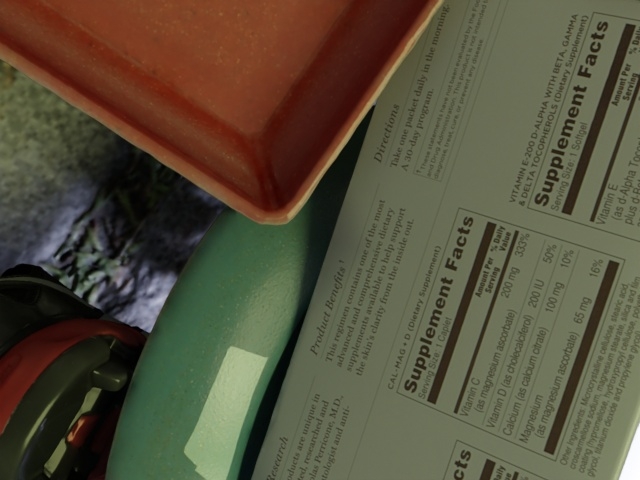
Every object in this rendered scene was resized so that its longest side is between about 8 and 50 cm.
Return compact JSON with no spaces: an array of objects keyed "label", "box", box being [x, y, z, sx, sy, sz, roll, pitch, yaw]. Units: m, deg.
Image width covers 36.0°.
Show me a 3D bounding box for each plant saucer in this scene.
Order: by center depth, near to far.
[{"label":"plant saucer","box":[-0.050,-0.178,0.354,0.259,0.048,0.258,33,97,-15]},{"label":"plant saucer","box":[0.013,0.087,0.525,0.318,0.044,0.317,-35,135,-45]}]

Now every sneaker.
[{"label":"sneaker","box":[-0.129,0.078,0.519,0.097,0.135,0.276,-59,163,-8]}]

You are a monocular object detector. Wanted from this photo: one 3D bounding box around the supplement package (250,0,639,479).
[{"label":"supplement package","box":[0.105,0.040,0.457,0.204,0.145,0.261,12,97,-60]}]
